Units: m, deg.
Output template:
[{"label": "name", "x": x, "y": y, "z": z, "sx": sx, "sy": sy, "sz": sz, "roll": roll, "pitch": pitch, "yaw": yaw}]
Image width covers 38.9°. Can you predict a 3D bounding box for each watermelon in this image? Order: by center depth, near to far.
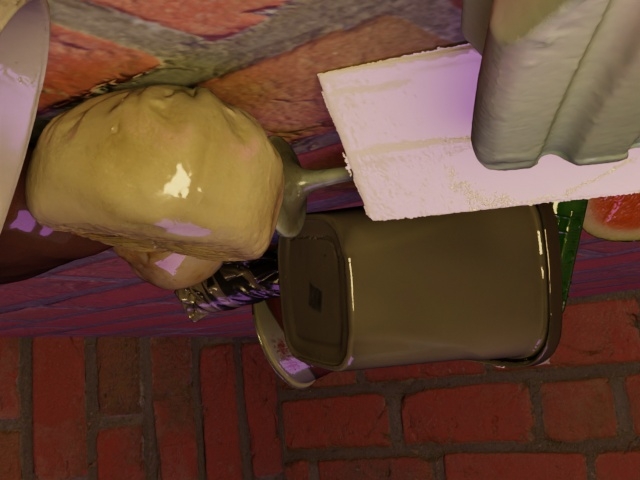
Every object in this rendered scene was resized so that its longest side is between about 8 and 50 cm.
[{"label": "watermelon", "x": 0.412, "y": -0.051, "z": 1.191, "sx": 0.245, "sy": 0.063, "sz": 0.119, "roll": 3, "pitch": 148, "yaw": -23}]

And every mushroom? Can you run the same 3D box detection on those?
[{"label": "mushroom", "x": -0.151, "y": -0.013, "z": 0.959, "sx": 0.148, "sy": 0.112, "sz": 0.148, "roll": -31, "pitch": 155, "yaw": -16}]

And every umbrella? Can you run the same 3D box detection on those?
[{"label": "umbrella", "x": -0.061, "y": 0.045, "z": 1.472, "sx": 0.358, "sy": 0.106, "sz": 0.113, "roll": -14, "pitch": 178, "yaw": 11}]

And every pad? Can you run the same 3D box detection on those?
[{"label": "pad", "x": 0.124, "y": -0.083, "z": 0.694, "sx": 0.232, "sy": 0.004, "sz": 0.156, "roll": -6, "pitch": 131, "yaw": 20}]

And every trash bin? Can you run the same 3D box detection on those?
[{"label": "trash bin", "x": 0.100, "y": 0.045, "z": 1.010, "sx": 0.250, "sy": 0.220, "sz": 0.219, "roll": -5, "pitch": -178, "yaw": -27}]

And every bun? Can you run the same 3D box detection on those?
[{"label": "bun", "x": -0.126, "y": -0.055, "z": 0.706, "sx": 0.193, "sy": 0.128, "sz": 0.178, "roll": 5, "pitch": 173, "yaw": 14}]

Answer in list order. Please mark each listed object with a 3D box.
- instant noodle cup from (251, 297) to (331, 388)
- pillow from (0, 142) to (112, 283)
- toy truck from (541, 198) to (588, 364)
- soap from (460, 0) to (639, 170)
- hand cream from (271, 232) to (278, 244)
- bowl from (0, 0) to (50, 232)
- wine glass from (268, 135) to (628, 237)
[{"label": "instant noodle cup", "x": 0.012, "y": 0.125, "z": 1.580, "sx": 0.178, "sy": 0.235, "sz": 0.235, "roll": -20, "pitch": 165, "yaw": 25}, {"label": "pillow", "x": -0.333, "y": -0.026, "z": 0.823, "sx": 0.308, "sy": 0.108, "sz": 0.305, "roll": -16, "pitch": 161, "yaw": 39}, {"label": "toy truck", "x": 0.253, "y": 0.037, "z": 1.117, "sx": 0.101, "sy": 0.242, "sz": 0.125, "roll": 2, "pitch": -167, "yaw": -39}, {"label": "soap", "x": 0.174, "y": -0.130, "z": 0.407, "sx": 0.208, "sy": 0.115, "sz": 0.347, "roll": -6, "pitch": 170, "yaw": 6}, {"label": "hand cream", "x": 0.000, "y": 0.000, "z": 1.293, "sx": 0.256, "sy": 0.055, "sz": 0.088, "roll": 6, "pitch": 174, "yaw": -38}, {"label": "bowl", "x": -0.257, "y": -0.018, "z": 0.473, "sx": 0.144, "sy": 0.287, "sz": 0.287, "roll": 18, "pitch": 165, "yaw": -12}, {"label": "wine glass", "x": 0.131, "y": -0.096, "z": 0.856, "sx": 0.309, "sy": 0.096, "sz": 0.264, "roll": -9, "pitch": -167, "yaw": 22}]
